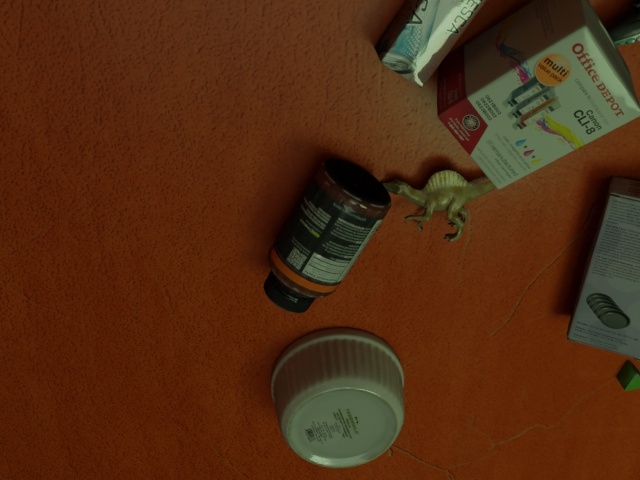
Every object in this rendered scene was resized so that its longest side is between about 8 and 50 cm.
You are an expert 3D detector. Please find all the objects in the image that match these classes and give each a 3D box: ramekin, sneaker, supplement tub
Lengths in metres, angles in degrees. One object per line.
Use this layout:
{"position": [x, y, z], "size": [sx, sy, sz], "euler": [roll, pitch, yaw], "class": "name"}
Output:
{"position": [0.029, 0.244, 1.066], "size": [0.207, 0.109, 0.207], "euler": [-2, 122, -3], "class": "ramekin"}
{"position": [0.388, -0.285, 0.803], "size": [0.166, 0.065, 0.076], "euler": [-33, 102, 12], "class": "sneaker"}
{"position": [0.000, 0.000, 0.915], "size": [0.106, 0.106, 0.198], "euler": [24, 118, -18], "class": "supplement tub"}

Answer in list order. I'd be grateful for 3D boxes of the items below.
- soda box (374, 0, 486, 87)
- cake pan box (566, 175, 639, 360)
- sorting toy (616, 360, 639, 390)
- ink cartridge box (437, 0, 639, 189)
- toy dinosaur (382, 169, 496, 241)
{"position": [0.138, -0.265, 0.788], "size": [0.063, 0.058, 0.183], "euler": [27, 115, -20], "class": "soda box"}
{"position": [0.491, 0.059, 0.949], "size": [0.266, 0.070, 0.246], "euler": [14, 125, 20], "class": "cake pan box"}
{"position": [0.580, 0.124, 1.070], "size": [0.196, 0.047, 0.348], "euler": [11, 120, -11], "class": "sorting toy"}
{"position": [0.238, -0.172, 0.790], "size": [0.176, 0.127, 0.128], "euler": [-30, 119, 31], "class": "ink cartridge box"}
{"position": [0.174, -0.052, 0.927], "size": [0.183, 0.053, 0.093], "euler": [-5, 121, -1], "class": "toy dinosaur"}
